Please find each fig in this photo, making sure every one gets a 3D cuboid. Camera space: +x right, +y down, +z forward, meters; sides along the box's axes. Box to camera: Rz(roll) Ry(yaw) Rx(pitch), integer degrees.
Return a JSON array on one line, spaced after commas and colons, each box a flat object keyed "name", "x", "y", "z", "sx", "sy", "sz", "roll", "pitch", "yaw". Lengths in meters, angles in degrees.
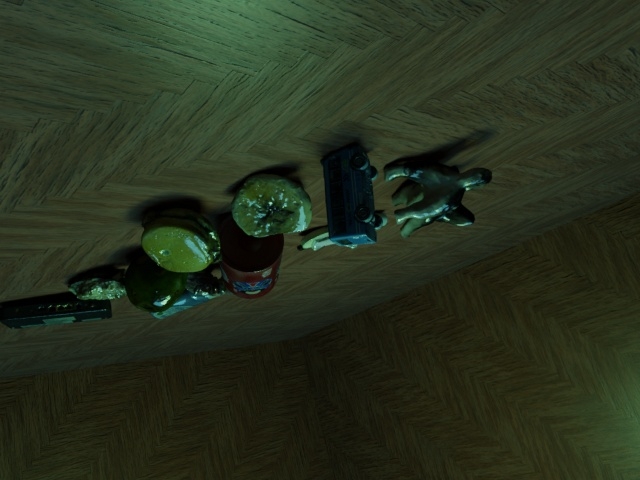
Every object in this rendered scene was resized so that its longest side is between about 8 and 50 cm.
[{"name": "fig", "x": -0.501, "y": 0.117, "z": 1.722, "sx": 0.245, "sy": 0.195, "sz": 0.195, "roll": -33, "pitch": 173, "yaw": -31}]

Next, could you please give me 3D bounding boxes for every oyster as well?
[{"name": "oyster", "x": -0.726, "y": 0.160, "z": 1.810, "sx": 0.260, "sy": 0.092, "sz": 0.198, "roll": -21, "pitch": 164, "yaw": 33}]

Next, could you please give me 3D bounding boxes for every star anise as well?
[{"name": "star anise", "x": -0.398, "y": 0.156, "z": 2.023, "sx": 0.258, "sy": 0.110, "sz": 0.198, "roll": -1, "pitch": -174, "yaw": 23}]

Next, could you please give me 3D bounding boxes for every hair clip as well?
[{"name": "hair clip", "x": 0.036, "y": -0.011, "z": 1.960, "sx": 0.219, "sy": 0.071, "sz": 0.159, "roll": -7, "pitch": 150, "yaw": -19}]

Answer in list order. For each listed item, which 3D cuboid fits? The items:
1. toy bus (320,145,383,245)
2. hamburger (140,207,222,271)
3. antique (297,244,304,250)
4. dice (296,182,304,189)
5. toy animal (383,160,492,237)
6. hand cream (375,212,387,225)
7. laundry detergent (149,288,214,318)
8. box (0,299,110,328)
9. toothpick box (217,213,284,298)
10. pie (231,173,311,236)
[{"name": "toy bus", "x": 0.079, "y": -0.113, "z": 1.399, "sx": 0.135, "sy": 0.246, "sz": 0.113, "roll": -10, "pitch": 166, "yaw": 20}, {"name": "hamburger", "x": -0.381, "y": -0.012, "z": 1.468, "sx": 0.190, "sy": 0.122, "sz": 0.215, "roll": -16, "pitch": 134, "yaw": 29}, {"name": "antique", "x": 0.000, "y": 0.000, "z": 2.060, "sx": 0.192, "sy": 0.015, "sz": 0.031, "roll": -21, "pitch": 162, "yaw": 18}, {"name": "dice", "x": -0.083, "y": -0.106, "z": 1.525, "sx": 0.093, "sy": 0.091, "sz": 0.094, "roll": -16, "pitch": 164, "yaw": 3}, {"name": "toy animal", "x": 0.372, "y": -0.134, "z": 1.670, "sx": 0.303, "sy": 0.194, "sz": 0.344, "roll": -13, "pitch": 169, "yaw": 11}, {"name": "hand cream", "x": 0.154, "y": -0.077, "z": 1.910, "sx": 0.175, "sy": 0.047, "sz": 0.076, "roll": -1, "pitch": 142, "yaw": -28}, {"name": "laundry detergent", "x": -0.552, "y": 0.231, "z": 2.192, "sx": 0.290, "sy": 0.094, "sz": 0.143, "roll": -20, "pitch": 156, "yaw": 5}, {"name": "box", "x": -0.939, "y": 0.262, "z": 1.932, "sx": 0.351, "sy": 0.058, "sz": 0.211, "roll": -4, "pitch": 166, "yaw": -19}, {"name": "toothpick box", "x": -0.225, "y": 0.053, "z": 1.716, "sx": 0.204, "sy": 0.204, "sz": 0.333, "roll": -12, "pitch": 162, "yaw": -11}, {"name": "pie", "x": -0.135, "y": -0.097, "z": 1.435, "sx": 0.218, "sy": 0.184, "sz": 0.052, "roll": -10, "pitch": -152, "yaw": 15}]
